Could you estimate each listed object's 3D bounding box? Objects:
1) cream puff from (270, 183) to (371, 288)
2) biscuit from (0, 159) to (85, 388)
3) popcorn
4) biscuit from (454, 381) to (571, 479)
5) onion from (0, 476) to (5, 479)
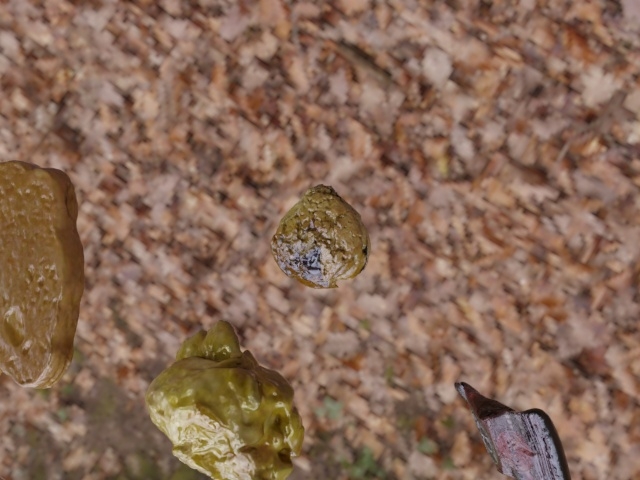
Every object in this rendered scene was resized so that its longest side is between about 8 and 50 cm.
[{"bbox_3d":[0.000,0.000,1.610,0.119,0.104,0.133,29,131,22],"label":"cream puff"},{"bbox_3d":[-0.454,0.061,1.891,0.312,0.351,0.057,-27,156,34],"label":"biscuit"},{"bbox_3d":[-0.138,0.238,1.804,0.253,0.190,0.191,37,140,45],"label":"popcorn"},{"bbox_3d":[0.272,0.284,1.848,0.151,0.063,0.235,68,167,-13],"label":"biscuit"},{"bbox_3d":[-0.387,0.350,1.064,0.398,0.398,0.420,33,164,-1],"label":"onion"}]
